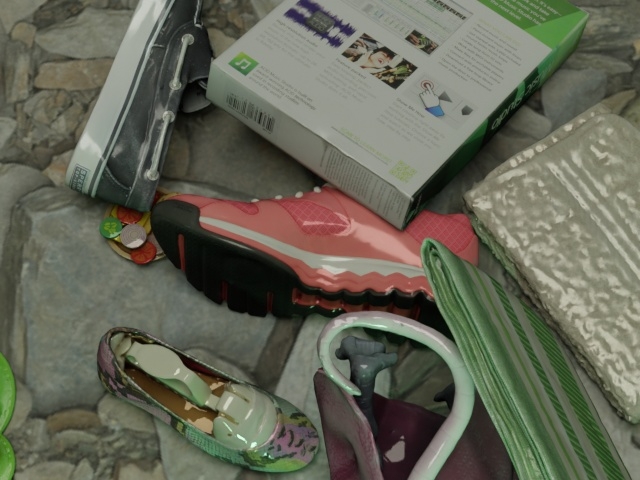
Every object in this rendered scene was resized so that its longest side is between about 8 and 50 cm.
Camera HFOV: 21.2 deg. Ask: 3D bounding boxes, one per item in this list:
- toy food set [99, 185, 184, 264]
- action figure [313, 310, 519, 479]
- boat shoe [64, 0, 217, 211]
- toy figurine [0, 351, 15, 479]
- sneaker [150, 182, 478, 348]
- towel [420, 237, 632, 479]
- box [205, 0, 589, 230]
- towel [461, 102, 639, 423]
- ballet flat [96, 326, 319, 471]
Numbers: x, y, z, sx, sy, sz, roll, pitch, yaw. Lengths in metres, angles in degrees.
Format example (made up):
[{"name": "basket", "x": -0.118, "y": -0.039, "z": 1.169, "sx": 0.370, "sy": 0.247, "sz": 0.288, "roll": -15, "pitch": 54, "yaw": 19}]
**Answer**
[{"name": "toy food set", "x": -0.167, "y": -0.016, "z": 1.633, "sx": 0.083, "sy": 0.020, "sz": 0.082, "roll": 23, "pitch": 69, "yaw": 9}, {"name": "action figure", "x": 0.072, "y": 0.278, "z": 1.370, "sx": 0.248, "sy": 0.276, "sz": 0.370, "roll": 12, "pitch": 68, "yaw": 4}, {"name": "boat shoe", "x": -0.146, "y": -0.165, "z": 1.652, "sx": 0.102, "sy": 0.108, "sz": 0.301, "roll": 22, "pitch": 63, "yaw": -4}, {"name": "toy figurine", "x": -0.336, "y": 0.133, "z": 1.495, "sx": 0.130, "sy": 0.159, "sz": 0.173, "roll": -24, "pitch": 70, "yaw": -10}, {"name": "sneaker", "x": 0.000, "y": 0.000, "z": 1.593, "sx": 0.314, "sy": 0.116, "sz": 0.136, "roll": 15, "pitch": 57, "yaw": -1}, {"name": "towel", "x": 0.184, "y": 0.142, "z": 1.411, "sx": 0.038, "sy": 0.325, "sz": 0.248, "roll": -30, "pitch": 67, "yaw": 14}, {"name": "box", "x": 0.079, "y": -0.177, "z": 1.636, "sx": 0.232, "sy": 0.058, "sz": 0.322, "roll": 35, "pitch": 56, "yaw": 15}, {"name": "towel", "x": 0.279, "y": 0.018, "z": 1.603, "sx": 0.187, "sy": 0.049, "sz": 0.282, "roll": -32, "pitch": 71, "yaw": -11}, {"name": "ballet flat", "x": -0.105, "y": 0.141, "z": 1.534, "sx": 0.221, "sy": 0.079, "sz": 0.077, "roll": 26, "pitch": 69, "yaw": 10}]
